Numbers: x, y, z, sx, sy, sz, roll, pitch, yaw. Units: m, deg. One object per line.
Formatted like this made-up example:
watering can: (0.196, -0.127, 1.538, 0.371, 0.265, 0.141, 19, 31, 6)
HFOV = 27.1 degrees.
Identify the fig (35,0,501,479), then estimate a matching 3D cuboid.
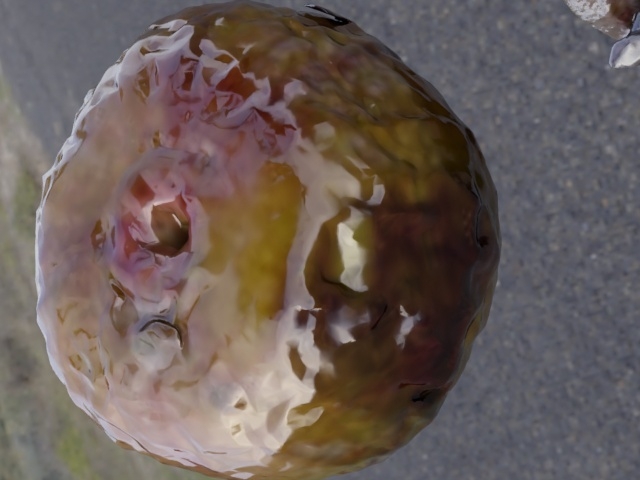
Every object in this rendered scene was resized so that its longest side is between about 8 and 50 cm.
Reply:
fig: (0.000, 0.000, 0.843, 0.368, 0.286, 0.286, -3, -104, -65)

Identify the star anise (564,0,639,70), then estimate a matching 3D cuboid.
star anise: (0.218, -0.152, 0.785, 0.110, 0.257, 0.198, -47, 12, 36)
